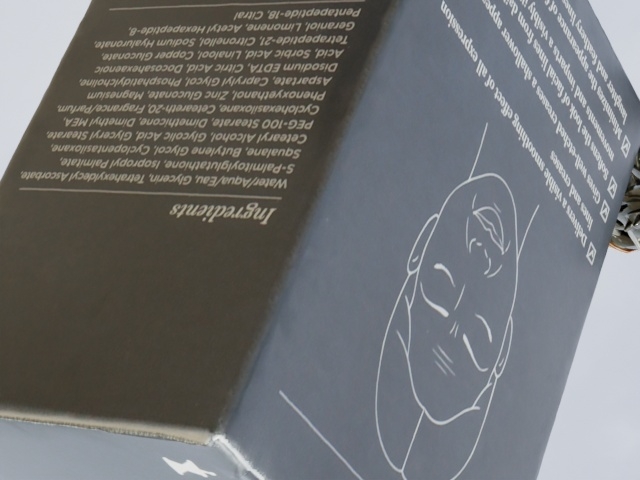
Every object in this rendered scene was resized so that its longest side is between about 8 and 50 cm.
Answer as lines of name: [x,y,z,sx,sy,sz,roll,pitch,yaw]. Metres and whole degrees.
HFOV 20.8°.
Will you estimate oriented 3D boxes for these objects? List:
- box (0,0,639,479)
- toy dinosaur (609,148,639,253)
box: [0.000,0.000,0.986,0.212,0.293,0.396,2,-123,33]
toy dinosaur: [0.247,-0.030,1.238,0.218,0.321,0.164,140,-38,-71]
